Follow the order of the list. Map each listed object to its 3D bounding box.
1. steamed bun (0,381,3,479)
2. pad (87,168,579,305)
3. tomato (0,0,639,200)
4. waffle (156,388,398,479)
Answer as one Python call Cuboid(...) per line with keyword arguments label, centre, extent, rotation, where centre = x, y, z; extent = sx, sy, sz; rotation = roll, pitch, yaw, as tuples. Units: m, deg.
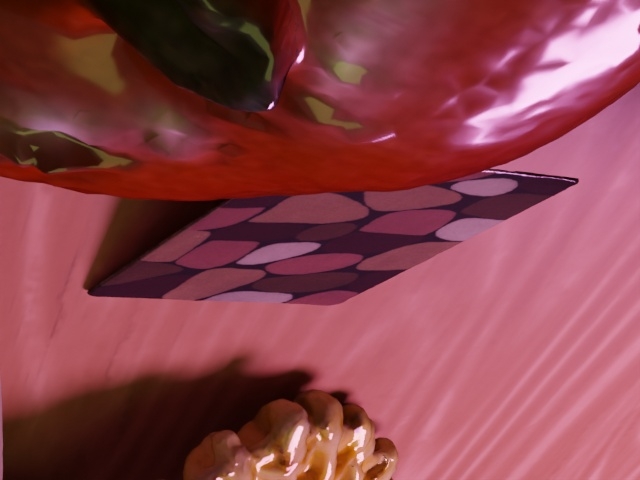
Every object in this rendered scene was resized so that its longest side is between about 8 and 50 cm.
Cuboid(label="steamed bun", centre=(-0.360, 0.170, 0.713), extent=(0.456, 0.371, 0.290), rotation=(12, 162, -40))
Cuboid(label="pad", centre=(0.000, 0.000, 0.898), extent=(0.158, 0.003, 0.235), rotation=(3, 162, -31))
Cuboid(label="tomato", centre=(-0.041, -0.170, 0.373), extent=(0.341, 0.273, 0.341), rotation=(9, 139, 8))
Cuboid(label="waffle", centre=(-0.064, 0.201, 1.147), extent=(0.261, 0.056, 0.250), rotation=(-44, 154, 6))
